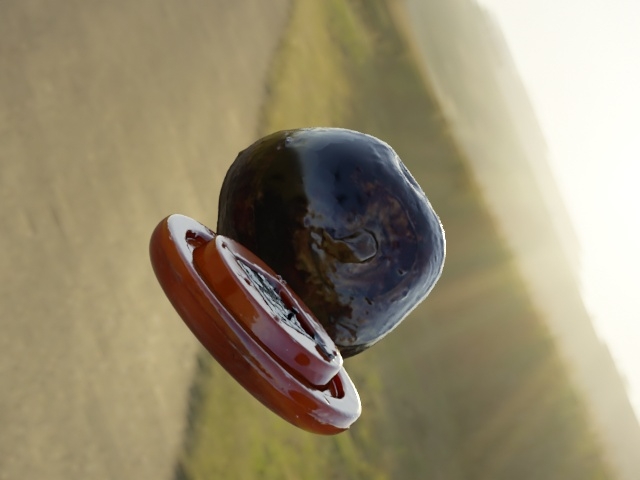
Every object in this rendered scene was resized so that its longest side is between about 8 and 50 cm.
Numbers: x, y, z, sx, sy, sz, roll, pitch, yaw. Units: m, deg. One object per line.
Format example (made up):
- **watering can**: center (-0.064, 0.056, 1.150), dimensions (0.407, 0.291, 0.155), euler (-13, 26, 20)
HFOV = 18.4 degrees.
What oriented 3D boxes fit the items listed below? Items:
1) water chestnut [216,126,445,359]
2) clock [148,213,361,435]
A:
- **water chestnut**: center (0.000, 0.000, 1.872), dimensions (0.238, 0.224, 0.223), euler (-15, -82, 55)
- **clock**: center (-0.045, 0.059, 1.444), dimensions (0.205, 0.051, 0.205), euler (44, 9, -8)
